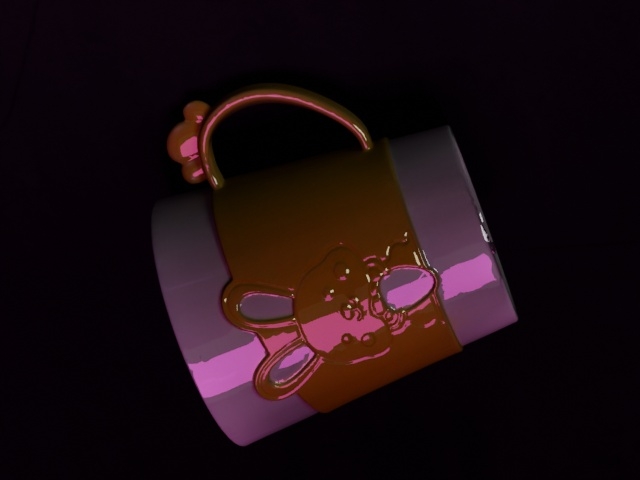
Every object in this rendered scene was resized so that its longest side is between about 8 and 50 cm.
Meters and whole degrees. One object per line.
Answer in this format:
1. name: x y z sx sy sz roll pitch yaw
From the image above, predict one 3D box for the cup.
1. cup: 0.000 0.000 0.980 0.226 0.185 0.241 -19 109 7
